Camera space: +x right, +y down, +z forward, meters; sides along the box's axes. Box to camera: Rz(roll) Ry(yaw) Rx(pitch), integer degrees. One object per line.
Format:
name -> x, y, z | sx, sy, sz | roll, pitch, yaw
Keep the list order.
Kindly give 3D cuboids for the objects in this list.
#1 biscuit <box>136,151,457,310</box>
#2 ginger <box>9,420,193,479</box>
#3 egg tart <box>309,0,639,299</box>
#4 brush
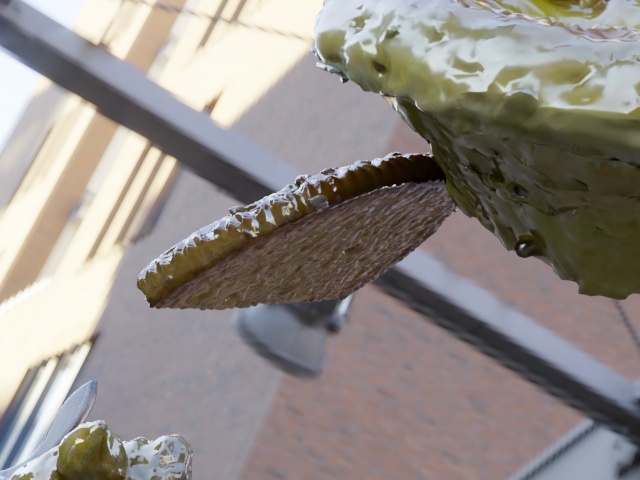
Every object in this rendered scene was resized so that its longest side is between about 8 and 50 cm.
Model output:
biscuit -> 0.005, -0.006, 0.712 | 0.126, 0.025, 0.206 | -33, -14, 22
ginger -> -0.177, 0.171, 0.523 | 0.166, 0.333, 0.080 | 62, -2, -37
egg tart -> 0.160, -0.060, 0.657 | 0.341, 0.341, 0.132 | 12, -64, 25
brush -> -0.242, 0.193, 1.291 | 0.070, 0.196, 0.021 | 16, -41, 20
